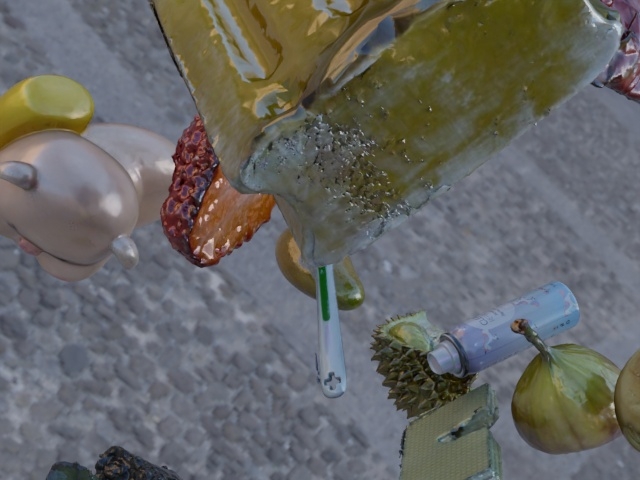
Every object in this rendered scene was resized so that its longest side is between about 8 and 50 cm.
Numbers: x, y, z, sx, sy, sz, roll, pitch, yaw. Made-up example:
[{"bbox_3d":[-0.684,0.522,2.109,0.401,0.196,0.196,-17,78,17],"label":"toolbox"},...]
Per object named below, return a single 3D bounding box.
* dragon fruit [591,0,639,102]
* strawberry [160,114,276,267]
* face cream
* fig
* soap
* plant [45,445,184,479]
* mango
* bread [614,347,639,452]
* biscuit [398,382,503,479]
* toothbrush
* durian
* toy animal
[{"bbox_3d":[0.468,-0.350,1.684,0.286,0.228,0.329,31,12,9],"label":"dragon fruit"},{"bbox_3d":[-0.136,-0.075,1.284,0.111,0.190,0.236,15,49,22],"label":"strawberry"},{"bbox_3d":[0.258,0.132,1.527,0.229,0.075,0.075,-23,58,-20],"label":"face cream"},{"bbox_3d":[0.310,0.193,1.367,0.231,0.160,0.143,41,40,-58],"label":"fig"},{"bbox_3d":[0.007,-0.120,0.498,0.080,0.160,0.257,49,9,-37],"label":"soap"},{"bbox_3d":[-0.264,0.350,1.419,0.142,0.131,0.203,28,1,28],"label":"plant"},{"bbox_3d":[-0.003,0.049,1.986,0.136,0.099,0.227,-9,41,-34],"label":"mango"},{"bbox_3d":[0.436,0.174,1.227,0.105,0.213,0.213,49,23,-16],"label":"bread"},{"bbox_3d":[0.174,0.282,1.425,0.046,0.147,0.250,55,15,-10],"label":"biscuit"},{"bbox_3d":[-0.002,-0.002,1.377,0.040,0.042,0.418,48,33,-60],"label":"toothbrush"},{"bbox_3d":[0.187,0.216,1.830,0.306,0.166,0.172,5,-64,70],"label":"durian"},{"bbox_3d":[-0.351,-0.041,1.533,0.345,0.277,0.247,29,29,-44],"label":"toy animal"}]
